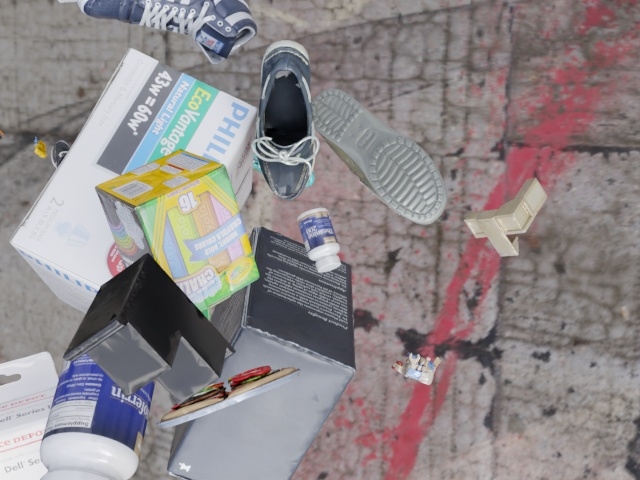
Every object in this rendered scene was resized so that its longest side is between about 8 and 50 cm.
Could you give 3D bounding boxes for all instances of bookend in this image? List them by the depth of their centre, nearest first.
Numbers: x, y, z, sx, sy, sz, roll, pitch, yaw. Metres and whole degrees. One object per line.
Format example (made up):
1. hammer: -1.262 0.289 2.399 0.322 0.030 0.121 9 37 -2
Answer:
1. bookend: -0.172 0.119 0.932 0.072 0.156 0.157 -34 110 14

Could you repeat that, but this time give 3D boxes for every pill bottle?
1. pill bottle: -0.352 0.293 1.393 0.153 0.153 0.265 -29 41 36
2. pill bottle: 0.000 0.000 1.788 0.067 0.067 0.120 -30 71 36

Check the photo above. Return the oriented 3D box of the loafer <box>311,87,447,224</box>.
1. loafer: 0.088 -0.123 1.303 0.094 0.087 0.251 -43 82 0

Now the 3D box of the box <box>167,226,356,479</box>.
1. box: -0.142 0.307 2.222 0.297 0.472 0.480 23 117 -10

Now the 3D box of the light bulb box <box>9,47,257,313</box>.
1. light bulb box: -0.279 -0.048 1.434 0.225 0.361 0.358 26 72 2

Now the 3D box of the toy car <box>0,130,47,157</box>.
1. toy car: -0.524 -0.164 1.480 0.060 0.122 0.040 -44 38 27

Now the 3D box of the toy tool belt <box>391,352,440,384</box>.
1. toy tool belt: 0.172 0.219 1.580 0.051 0.083 0.052 -65 19 4

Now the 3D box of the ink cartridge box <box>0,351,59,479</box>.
1. ink cartridge box: -0.543 0.403 1.620 0.119 0.207 0.353 -134 30 -66

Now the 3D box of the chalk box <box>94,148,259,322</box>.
1. chalk box: -0.174 0.012 1.131 0.132 0.132 0.213 23 135 50

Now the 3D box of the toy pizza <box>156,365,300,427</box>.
1. toy pizza: -0.124 0.199 1.175 0.201 0.201 0.032 -24 84 36

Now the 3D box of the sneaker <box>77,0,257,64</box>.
1. sneaker: -0.231 -0.357 1.411 0.099 0.282 0.153 -42 68 57

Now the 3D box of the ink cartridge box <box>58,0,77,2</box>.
1. ink cartridge box: -0.407 -0.610 1.804 0.211 0.289 0.121 107 150 -56

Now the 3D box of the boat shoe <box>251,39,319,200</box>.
1. boat shoe: -0.048 -0.153 1.253 0.095 0.079 0.254 6 130 -3

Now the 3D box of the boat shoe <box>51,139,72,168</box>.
1. boat shoe: -0.420 -0.126 1.472 0.038 0.046 0.125 105 149 -53

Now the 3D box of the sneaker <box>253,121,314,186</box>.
1. sneaker: -0.126 -0.195 2.031 0.107 0.275 0.110 -56 36 28

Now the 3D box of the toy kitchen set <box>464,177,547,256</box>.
1. toy kitchen set: 0.255 -0.029 1.182 0.083 0.075 0.068 -7 127 50
